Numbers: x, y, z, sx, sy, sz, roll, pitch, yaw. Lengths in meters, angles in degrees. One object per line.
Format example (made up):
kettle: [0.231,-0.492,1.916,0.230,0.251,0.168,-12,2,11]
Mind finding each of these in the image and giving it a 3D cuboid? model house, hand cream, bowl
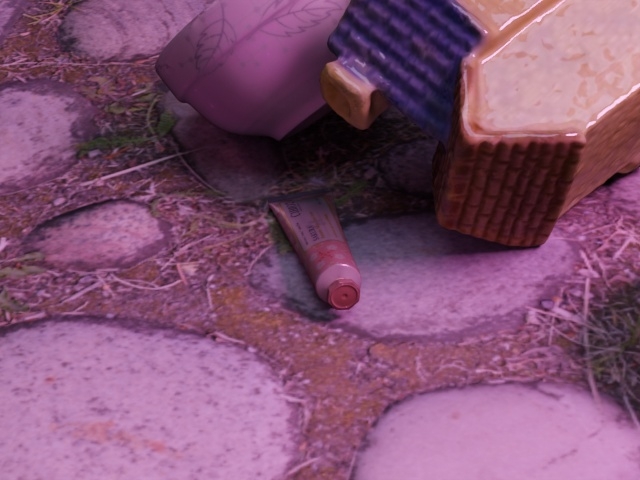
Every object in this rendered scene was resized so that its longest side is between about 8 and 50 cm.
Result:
model house: [0.162,-0.148,1.242,0.266,0.261,0.321,-38,68,-22]
hand cream: [0.000,0.000,1.238,0.067,0.043,0.209,-12,31,-8]
bowl: [-0.021,-0.209,1.381,0.287,0.143,0.287,-36,1,1]
